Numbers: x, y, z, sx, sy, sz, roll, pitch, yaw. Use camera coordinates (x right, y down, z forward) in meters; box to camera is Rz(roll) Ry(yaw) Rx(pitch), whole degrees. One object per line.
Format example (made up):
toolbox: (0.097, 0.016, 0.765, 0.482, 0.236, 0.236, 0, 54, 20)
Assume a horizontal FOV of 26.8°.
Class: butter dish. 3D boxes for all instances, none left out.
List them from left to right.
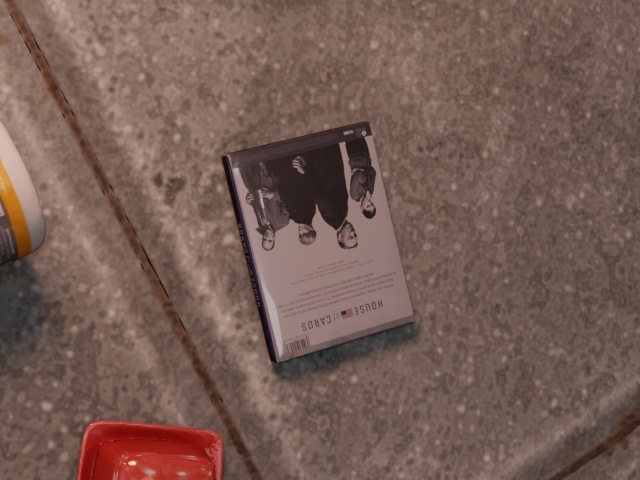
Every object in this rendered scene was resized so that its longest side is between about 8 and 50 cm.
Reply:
butter dish: (-0.167, 0.275, 1.388, 0.160, 0.118, 0.160, 9, 86, -22)

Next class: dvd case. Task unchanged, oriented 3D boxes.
dvd case: (0.000, 0.000, 1.513, 0.179, 0.029, 0.239, -15, 95, -23)

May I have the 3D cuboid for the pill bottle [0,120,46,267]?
pill bottle: (-0.416, -0.011, 1.267, 0.278, 0.162, 0.162, -26, 99, -20)
